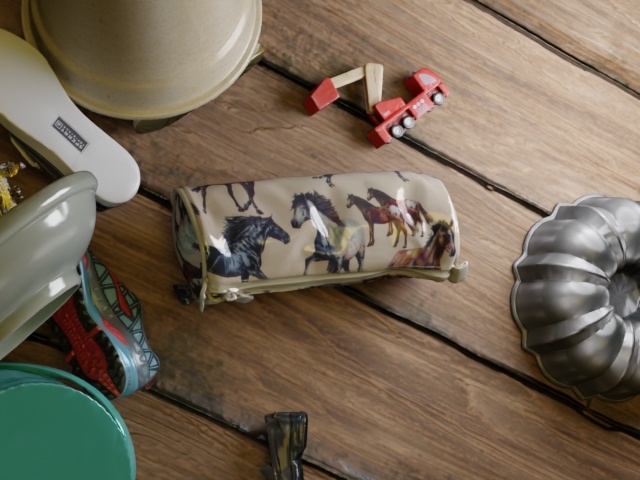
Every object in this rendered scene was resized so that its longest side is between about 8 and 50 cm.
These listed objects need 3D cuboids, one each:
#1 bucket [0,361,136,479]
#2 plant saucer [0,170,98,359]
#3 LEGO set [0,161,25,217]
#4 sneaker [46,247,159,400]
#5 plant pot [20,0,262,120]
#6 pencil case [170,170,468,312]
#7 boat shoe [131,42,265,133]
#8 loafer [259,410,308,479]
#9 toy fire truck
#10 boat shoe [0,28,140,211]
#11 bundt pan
[{"bbox_3d":[-0.375,0.290,1.622,0.281,0.183,0.281,1,88,-27],"label":"bucket"},{"bbox_3d":[-0.395,0.081,1.540,0.400,0.400,0.100,-42,91,-18],"label":"plant saucer"},{"bbox_3d":[-0.486,-0.095,1.622,0.192,0.255,0.331,-22,81,4],"label":"LEGO set"},{"bbox_3d":[-0.303,0.094,1.753,0.125,0.104,0.262,-2,63,-58],"label":"sneaker"},{"bbox_3d":[-0.236,-0.367,1.667,0.334,0.305,0.334,1,72,-4],"label":"plant pot"},{"bbox_3d":[0.000,0.000,1.810,0.410,0.160,0.183,-5,68,-18],"label":"pencil case"},{"bbox_3d":[-0.184,-0.231,1.833,0.223,0.080,0.073,-35,84,-19],"label":"boat shoe"},{"bbox_3d":[-0.054,0.322,1.814,0.061,0.062,0.170,4,78,5],"label":"loafer"},{"bbox_3d":[0.084,-0.213,1.926,0.192,0.047,0.135,-39,94,-19],"label":"toy fire truck"},{"bbox_3d":[-0.373,-0.155,1.739,0.301,0.102,0.108,44,57,-18],"label":"boat shoe"},{"bbox_3d":[0.461,0.081,1.967,0.331,0.124,0.331,3,81,-17],"label":"bundt pan"}]
